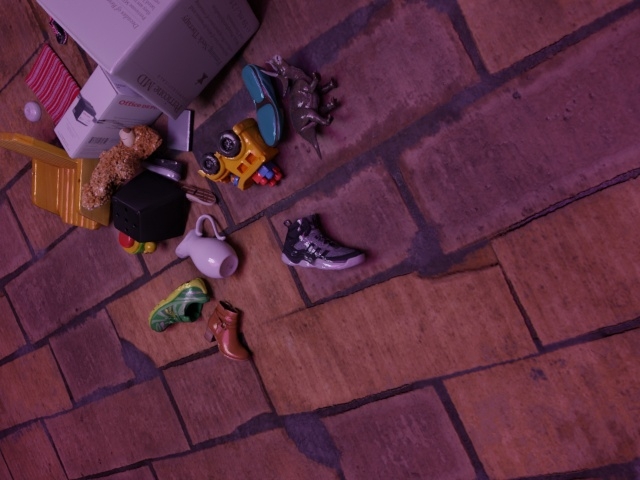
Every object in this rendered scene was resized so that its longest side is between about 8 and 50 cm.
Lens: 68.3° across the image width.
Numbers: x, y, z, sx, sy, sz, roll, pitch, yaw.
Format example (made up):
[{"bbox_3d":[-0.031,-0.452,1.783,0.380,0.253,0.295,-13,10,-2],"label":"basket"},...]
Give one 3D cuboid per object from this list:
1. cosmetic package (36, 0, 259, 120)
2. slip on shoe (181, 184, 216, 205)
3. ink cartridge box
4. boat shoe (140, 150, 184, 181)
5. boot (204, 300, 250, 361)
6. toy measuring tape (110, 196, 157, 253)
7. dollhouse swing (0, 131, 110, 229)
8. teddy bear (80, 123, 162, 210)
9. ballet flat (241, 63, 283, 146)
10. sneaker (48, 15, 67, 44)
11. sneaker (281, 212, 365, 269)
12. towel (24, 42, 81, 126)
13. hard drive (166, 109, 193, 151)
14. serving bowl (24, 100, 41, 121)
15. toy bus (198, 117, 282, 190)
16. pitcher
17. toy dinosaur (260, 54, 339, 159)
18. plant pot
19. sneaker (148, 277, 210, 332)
[{"bbox_3d":[-0.449,-0.623,1.295,0.327,0.329,0.393,43,93,12],"label":"cosmetic package"},{"bbox_3d":[-0.410,-0.145,1.591,0.136,0.051,0.041,18,147,14],"label":"slip on shoe"},{"bbox_3d":[-0.692,-0.416,1.572,0.307,0.223,0.129,-38,81,26],"label":"ink cartridge box"},{"bbox_3d":[-0.562,-0.271,1.624,0.229,0.080,0.076,21,84,28],"label":"boat shoe"},{"bbox_3d":[-0.304,0.310,1.608,0.197,0.073,0.152,29,107,16],"label":"boot"},{"bbox_3d":[-0.707,-0.040,1.721,0.330,0.121,0.121,35,113,26],"label":"toy measuring tape"},{"bbox_3d":[-0.979,-0.205,1.672,0.347,0.305,0.314,11,98,32],"label":"dollhouse swing"},{"bbox_3d":[-0.669,-0.247,1.533,0.338,0.245,0.113,-39,123,15],"label":"teddy bear"},{"bbox_3d":[-0.151,-0.400,1.389,0.083,0.087,0.247,-16,95,41],"label":"ballet flat"},{"bbox_3d":[-0.972,-0.784,1.732,0.047,0.057,0.119,0,101,24],"label":"sneaker"},{"bbox_3d":[0.000,0.000,1.382,0.269,0.101,0.152,3,103,28],"label":"sneaker"},{"bbox_3d":[-1.024,-0.586,1.810,0.199,0.031,0.274,-42,81,25],"label":"towel"},{"bbox_3d":[-0.472,-0.373,1.586,0.094,0.022,0.135,14,105,23],"label":"hard drive"},{"bbox_3d":[-1.160,-0.517,1.889,0.084,0.027,0.083,5,101,26],"label":"serving bowl"},{"bbox_3d":[-0.230,-0.230,1.443,0.211,0.149,0.220,46,119,-6],"label":"toy bus"},{"bbox_3d":[-0.363,0.020,1.563,0.207,0.126,0.177,27,95,31],"label":"pitcher"},{"bbox_3d":[-0.036,-0.381,1.340,0.161,0.121,0.313,-10,100,39],"label":"toy dinosaur"},{"bbox_3d":[-0.589,-0.100,1.588,0.188,0.167,0.187,29,127,20],"label":"plant pot"},{"bbox_3d":[-0.503,0.253,1.670,0.296,0.109,0.123,-41,77,26],"label":"sneaker"}]
